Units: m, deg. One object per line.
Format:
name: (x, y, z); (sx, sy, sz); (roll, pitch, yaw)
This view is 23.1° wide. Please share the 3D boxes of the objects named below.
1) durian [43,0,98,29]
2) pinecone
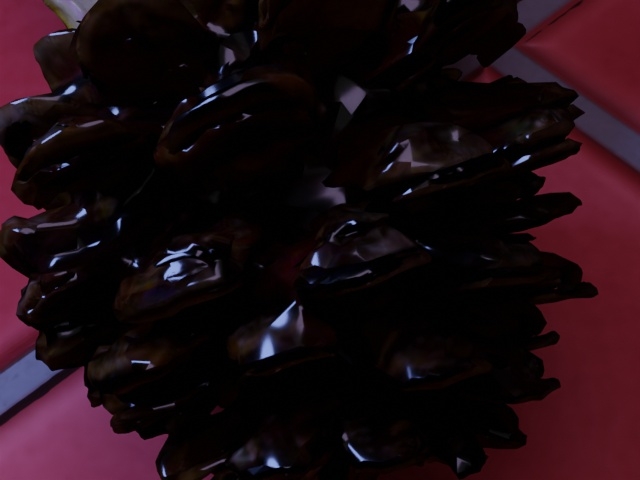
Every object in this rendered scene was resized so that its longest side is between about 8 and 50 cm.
durian: (-0.033, -0.160, 0.703); (0.249, 0.183, 0.138); (39, 43, 1)
pinecone: (0.000, 0.000, 0.550); (0.221, 0.221, 0.221); (-1, 52, 1)
